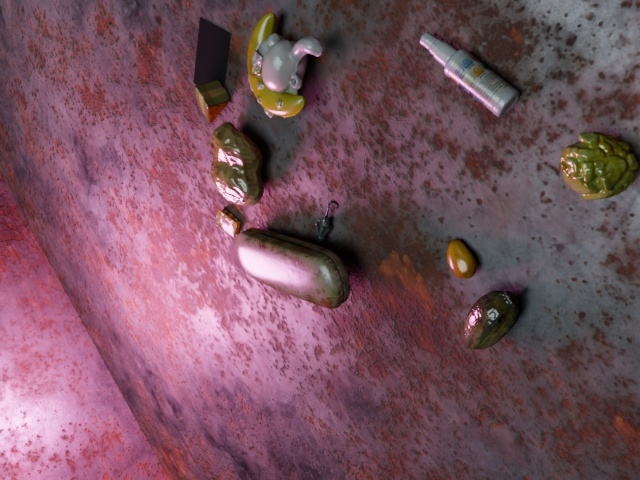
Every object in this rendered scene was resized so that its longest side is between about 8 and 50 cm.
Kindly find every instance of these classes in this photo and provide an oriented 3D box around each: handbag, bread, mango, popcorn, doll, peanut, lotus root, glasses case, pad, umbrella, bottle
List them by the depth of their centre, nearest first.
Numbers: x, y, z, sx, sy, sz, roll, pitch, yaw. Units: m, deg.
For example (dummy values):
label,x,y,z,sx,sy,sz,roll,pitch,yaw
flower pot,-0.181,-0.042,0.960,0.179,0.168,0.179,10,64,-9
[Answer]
label,x,y,z,sx,sy,sz,roll,pitch,yaw
popcorn,0.464,-0.124,0.970,0.106,0.121,0.116,90,173,-76
bottle,0.273,-0.320,1.080,0.217,0.060,0.060,46,134,16
lotus root,0.356,0.167,1.217,0.179,0.089,0.080,113,160,-43
mango,0.302,0.039,1.238,0.060,0.046,0.089,-25,79,45
doll,-0.090,-0.403,1.352,0.237,0.111,0.252,55,139,32
umbrella,-0.005,-0.001,1.512,0.044,0.044,0.268,-95,18,-50
glasses case,-0.086,0.067,1.552,0.425,0.098,0.156,16,127,46
peanut,-0.234,-0.206,1.578,0.197,0.110,0.232,29,127,37
pad,-0.299,-0.496,1.579,0.127,0.004,0.190,36,130,26
bread,-0.325,-0.374,1.600,0.139,0.084,0.074,-30,91,49
handbag,-0.280,-0.055,1.755,0.083,0.027,0.061,35,129,22
